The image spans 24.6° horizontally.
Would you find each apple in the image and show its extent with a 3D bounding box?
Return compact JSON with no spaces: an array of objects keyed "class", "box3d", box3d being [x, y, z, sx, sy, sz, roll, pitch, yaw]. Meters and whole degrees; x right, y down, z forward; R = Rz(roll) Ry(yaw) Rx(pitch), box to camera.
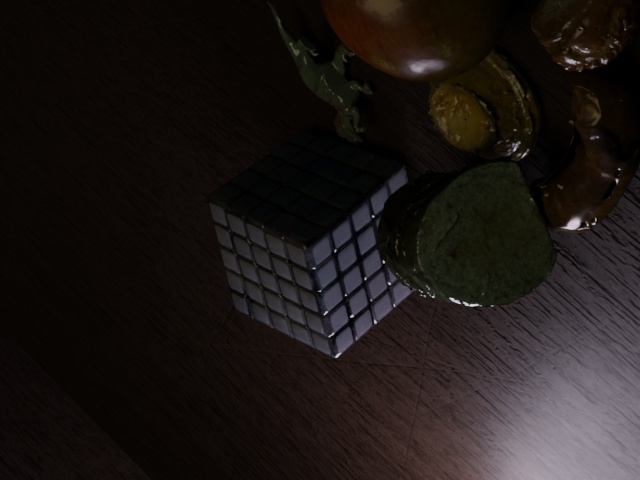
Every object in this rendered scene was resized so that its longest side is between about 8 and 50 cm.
[{"class":"apple","box3d":[0.124,-0.319,1.865,0.246,0.246,0.226,8,142,47]}]

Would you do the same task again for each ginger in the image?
[{"class":"ginger","box3d":[0.346,-0.102,1.907,0.133,0.107,0.309,27,143,14]}]

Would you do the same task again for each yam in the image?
[{"class":"yam","box3d":[0.188,-0.008,2.060,0.271,0.201,0.202,-139,24,-80]}]

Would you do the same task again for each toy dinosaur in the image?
[{"class":"toy dinosaur","box3d":[-0.007,-0.258,2.236,0.242,0.053,0.167,41,152,5]}]

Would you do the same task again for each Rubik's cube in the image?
[{"class":"Rubik's cube","box3d":[0.000,0.000,2.287,0.237,0.237,0.238,22,139,39]}]

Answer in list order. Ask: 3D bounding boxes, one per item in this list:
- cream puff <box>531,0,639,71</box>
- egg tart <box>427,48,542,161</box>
[{"class":"cream puff","box3d":[0.327,-0.267,1.775,0.103,0.126,0.144,34,145,-26]},{"class":"egg tart","box3d":[0.213,-0.182,2.027,0.191,0.074,0.191,34,142,31]}]
